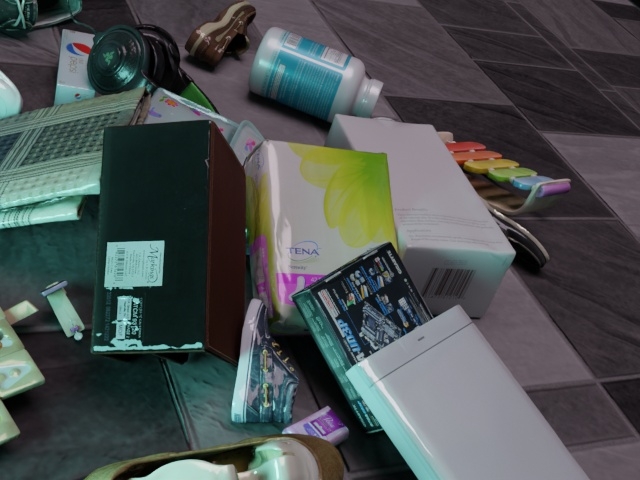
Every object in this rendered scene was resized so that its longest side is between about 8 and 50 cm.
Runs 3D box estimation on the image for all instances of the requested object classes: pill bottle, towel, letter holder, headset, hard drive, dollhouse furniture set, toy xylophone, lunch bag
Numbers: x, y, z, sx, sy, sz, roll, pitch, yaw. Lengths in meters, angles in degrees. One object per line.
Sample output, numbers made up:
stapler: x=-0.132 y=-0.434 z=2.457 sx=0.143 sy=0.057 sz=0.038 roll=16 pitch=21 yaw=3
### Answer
pill bottle: x=-0.007 y=-0.334 z=1.881 sx=0.264 sy=0.146 sz=0.146 roll=22 pitch=35 yaw=0
towel: x=-0.423 y=-0.116 z=1.350 sx=0.324 sy=0.056 sz=0.312 roll=-11 pitch=33 yaw=12
letter holder: x=-0.194 y=0.017 z=1.236 sx=0.152 sy=0.214 sz=0.302 roll=-3 pitch=75 yaw=9
headset: x=-0.321 y=-0.345 z=1.634 sx=0.394 sy=0.185 sz=0.243 roll=42 pitch=14 yaw=-5
hard drive: x=0.215 y=0.271 z=1.190 sx=0.233 sy=0.047 sz=0.353 roll=-22 pitch=72 yaw=-44
dollhouse furniture set: x=-0.380 y=0.116 z=1.213 sx=0.114 sy=0.091 sz=0.081 roll=-29 pitch=98 yaw=-22
toy xylophone: x=0.346 y=-0.134 z=1.797 sx=0.323 sy=0.081 sz=0.236 roll=25 pitch=24 yaw=31
lunch bag: x=-0.191 y=-0.104 z=1.473 sx=0.262 sy=0.160 sz=0.223 roll=23 pitch=37 yaw=-8

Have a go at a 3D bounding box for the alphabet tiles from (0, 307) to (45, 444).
alphabet tiles: x=-0.515 y=0.167 z=1.040 sx=0.342 sy=0.011 sz=0.285 roll=-20 pitch=52 yaw=-35

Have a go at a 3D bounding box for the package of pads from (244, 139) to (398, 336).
package of pads: x=0.000 y=0.000 z=1.378 sx=0.229 sy=0.101 sz=0.296 roll=5 pitch=68 yaw=-26

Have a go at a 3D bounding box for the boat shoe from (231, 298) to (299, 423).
boat shoe: x=-0.069 y=0.166 z=1.227 sx=0.083 sy=0.065 sz=0.183 roll=6 pitch=56 yaw=-1

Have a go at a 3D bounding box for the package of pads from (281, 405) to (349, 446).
package of pads: x=-0.007 y=0.258 z=1.195 sx=0.083 sy=0.032 sz=0.050 roll=-19 pitch=55 yaw=-42

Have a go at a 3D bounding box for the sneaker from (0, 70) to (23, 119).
sneaker: x=-0.648 y=-0.242 z=1.487 sx=0.305 sy=0.114 sz=0.152 roll=16 pitch=49 yaw=0

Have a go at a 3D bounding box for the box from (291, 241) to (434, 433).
box: x=0.082 y=0.134 z=1.277 sx=0.175 sy=0.051 sz=0.220 roll=-29 pitch=91 yaw=-38

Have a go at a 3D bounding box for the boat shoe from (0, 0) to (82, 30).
boat shoe: x=-0.604 y=-0.476 z=1.782 sx=0.119 sy=0.121 sz=0.335 roll=28 pitch=33 yaw=17

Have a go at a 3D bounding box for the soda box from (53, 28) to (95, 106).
soda box: x=-0.455 y=-0.308 z=1.678 sx=0.069 sy=0.074 sz=0.216 roll=7 pitch=38 yaw=-19

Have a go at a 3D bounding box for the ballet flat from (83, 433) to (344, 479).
ballet flat: x=-0.104 y=0.276 z=1.030 sx=0.342 sy=0.124 sz=0.116 roll=2 pitch=64 yaw=-26

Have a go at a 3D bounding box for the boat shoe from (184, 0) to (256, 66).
boat shoe: x=-0.200 y=-0.449 z=1.997 sx=0.095 sy=0.095 sz=0.257 roll=38 pitch=42 yaw=0

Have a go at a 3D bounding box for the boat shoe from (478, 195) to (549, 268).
boat shoe: x=0.323 y=-0.012 z=1.705 sx=0.233 sy=0.084 sz=0.079 roll=36 pitch=75 yaw=8

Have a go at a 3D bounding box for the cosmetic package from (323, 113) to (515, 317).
cosmetic package: x=0.150 y=-0.052 z=1.585 sx=0.217 sy=0.156 sz=0.385 roll=4 pitch=37 yaw=-23
